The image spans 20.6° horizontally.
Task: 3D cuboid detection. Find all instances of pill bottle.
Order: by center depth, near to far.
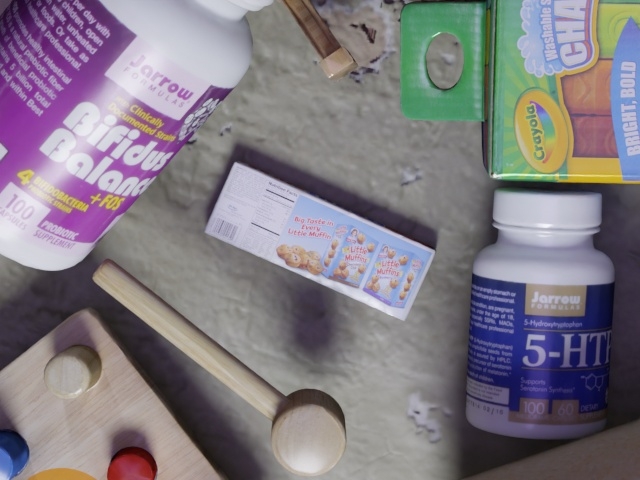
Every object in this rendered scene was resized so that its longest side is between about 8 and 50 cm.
[{"bbox_3d":[-0.158,-0.134,1.322,0.169,0.169,0.301,42,108,-1],"label":"pill bottle"},{"bbox_3d":[0.173,0.054,1.373,0.112,0.112,0.186,2,96,3],"label":"pill bottle"}]

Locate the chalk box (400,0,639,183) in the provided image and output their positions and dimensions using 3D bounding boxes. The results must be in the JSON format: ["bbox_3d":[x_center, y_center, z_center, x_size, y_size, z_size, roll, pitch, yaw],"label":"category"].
[{"bbox_3d":[0.204,-0.135,1.319,0.289,0.179,0.180,0,95,3],"label":"chalk box"}]

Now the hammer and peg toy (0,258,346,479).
[{"bbox_3d":[-0.166,0.186,1.400,0.361,0.127,0.266,-39,90,6],"label":"hammer and peg toy"}]

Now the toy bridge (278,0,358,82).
[{"bbox_3d":[-0.033,-0.204,1.383,0.026,0.063,0.188,-37,82,6],"label":"toy bridge"}]

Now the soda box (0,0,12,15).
[{"bbox_3d":[-0.322,-0.177,1.404,0.181,0.061,0.058,-12,94,4],"label":"soda box"}]

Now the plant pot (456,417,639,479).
[{"bbox_3d":[0.232,0.262,1.267,0.306,0.334,0.333,-12,95,4],"label":"plant pot"}]

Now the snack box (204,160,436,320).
[{"bbox_3d":[0.000,0.000,1.423,0.178,0.022,0.064,24,96,1],"label":"snack box"}]
